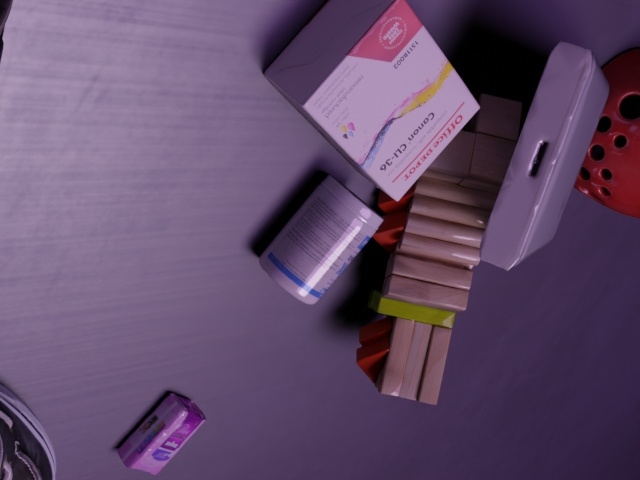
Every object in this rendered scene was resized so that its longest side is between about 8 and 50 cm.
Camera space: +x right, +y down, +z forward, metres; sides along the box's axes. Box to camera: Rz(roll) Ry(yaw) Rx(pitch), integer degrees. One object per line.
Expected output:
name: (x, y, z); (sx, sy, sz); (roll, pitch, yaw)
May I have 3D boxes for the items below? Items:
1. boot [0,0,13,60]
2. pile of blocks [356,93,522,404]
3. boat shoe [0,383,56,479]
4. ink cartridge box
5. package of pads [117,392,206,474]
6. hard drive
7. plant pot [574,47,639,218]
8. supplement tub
boot: (-0.226, -0.069, 0.533); (0.085, 0.236, 0.178); (12, 165, -14)
pile of blocks: (0.101, 0.007, 1.004); (0.112, 0.149, 0.362); (12, 113, -5)
boat shoe: (-0.282, 0.156, 0.681); (0.121, 0.119, 0.335); (-41, 147, -9)
ink cartridge box: (0.058, -0.116, 0.803); (0.115, 0.067, 0.198); (-48, 138, 2)
package of pads: (-0.158, 0.195, 0.948); (0.083, 0.032, 0.050); (-47, 150, 1)
hard drive: (0.236, -0.082, 0.964); (0.307, 0.040, 0.203); (-11, 121, -70)
plant pot: (0.408, -0.112, 1.143); (0.191, 0.174, 0.191); (-29, 141, -27)
supplement tub: (0.000, 0.000, 0.885); (0.107, 0.071, 0.071); (-50, 147, 6)
